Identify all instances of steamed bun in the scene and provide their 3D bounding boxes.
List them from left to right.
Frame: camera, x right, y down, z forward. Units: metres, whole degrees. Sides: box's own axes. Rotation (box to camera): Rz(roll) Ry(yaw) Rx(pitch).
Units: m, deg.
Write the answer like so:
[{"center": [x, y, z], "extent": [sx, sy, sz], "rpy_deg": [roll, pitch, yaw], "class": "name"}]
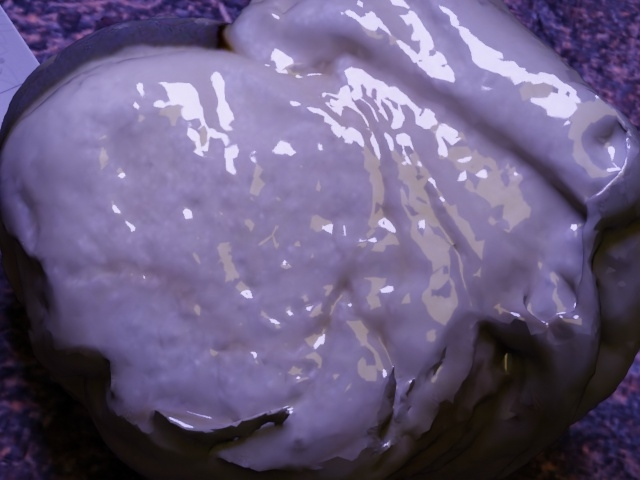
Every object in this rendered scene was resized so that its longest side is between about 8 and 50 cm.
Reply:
[{"center": [0.005, 0.003, 1.076], "extent": [0.372, 0.230, 0.325], "rpy_deg": [-21, 77, 5], "class": "steamed bun"}]

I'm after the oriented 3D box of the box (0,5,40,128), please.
[{"center": [-0.245, -0.113, 1.206], "extent": [0.109, 0.029, 0.198], "rpy_deg": [-25, 70, -29], "class": "box"}]
